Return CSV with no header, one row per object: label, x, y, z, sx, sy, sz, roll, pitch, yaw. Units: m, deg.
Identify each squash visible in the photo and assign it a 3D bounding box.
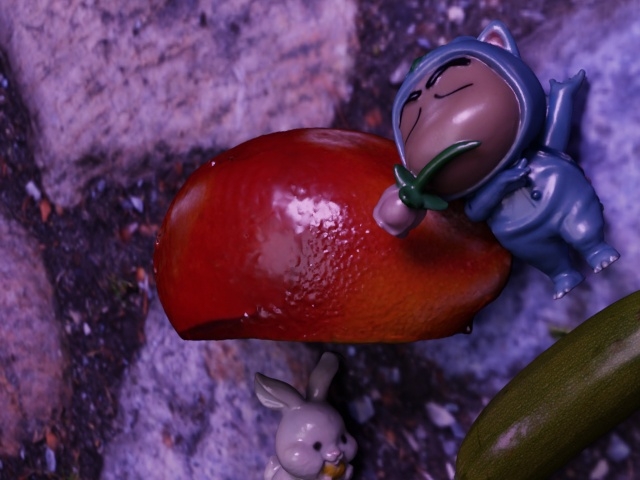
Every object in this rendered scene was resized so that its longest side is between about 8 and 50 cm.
squash,0.153,0.109,0.842,0.066,0.066,0.252,56,129,19

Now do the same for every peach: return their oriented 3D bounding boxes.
peach,-0.006,0.001,0.904,0.267,0.154,0.158,1,98,42

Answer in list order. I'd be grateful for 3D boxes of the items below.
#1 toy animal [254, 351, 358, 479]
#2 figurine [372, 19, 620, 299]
toy animal,-0.006,0.162,0.995,0.085,0.071,0.124,43,135,50
figurine,0.109,-0.043,0.808,0.178,0.144,0.114,54,133,5
